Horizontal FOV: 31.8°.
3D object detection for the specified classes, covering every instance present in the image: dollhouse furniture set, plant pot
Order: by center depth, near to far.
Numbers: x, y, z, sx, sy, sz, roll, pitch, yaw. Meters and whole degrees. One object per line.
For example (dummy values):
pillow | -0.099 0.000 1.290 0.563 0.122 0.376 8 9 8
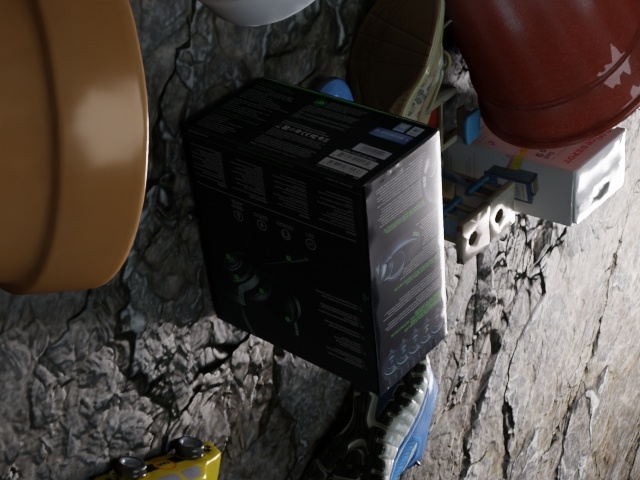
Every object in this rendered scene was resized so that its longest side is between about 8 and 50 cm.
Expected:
plant pot | -0.274 -0.095 0.783 0.204 0.291 0.290 -9 116 -33
plant pot | 0.268 -0.301 1.417 0.265 0.272 0.272 46 69 -42
dollhouse furniture set | 0.169 -0.090 1.490 0.129 0.129 0.183 -37 136 -37

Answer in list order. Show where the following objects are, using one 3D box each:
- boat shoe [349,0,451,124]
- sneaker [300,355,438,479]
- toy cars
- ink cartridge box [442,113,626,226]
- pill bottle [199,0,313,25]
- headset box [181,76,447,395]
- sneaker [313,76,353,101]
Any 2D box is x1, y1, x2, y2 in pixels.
boat shoe | 0.091 -0.184 1.372 0.089 0.105 0.285 -16 130 -54
sneaker | 0.084 0.312 1.590 0.330 0.130 0.147 -60 142 -13
toy cars | -0.134 0.354 1.349 0.176 0.087 0.393 -55 143 -19
ink cartridge box | 0.300 -0.113 1.583 0.154 0.212 0.093 -35 133 -38
pill bottle | -0.133 -0.339 0.860 0.408 0.229 0.229 36 78 -55
headset box | 0.000 0.000 1.204 0.131 0.246 0.283 -37 134 -37
sneaker | 0.023 -0.086 1.329 0.069 0.082 0.209 -9 115 -34
